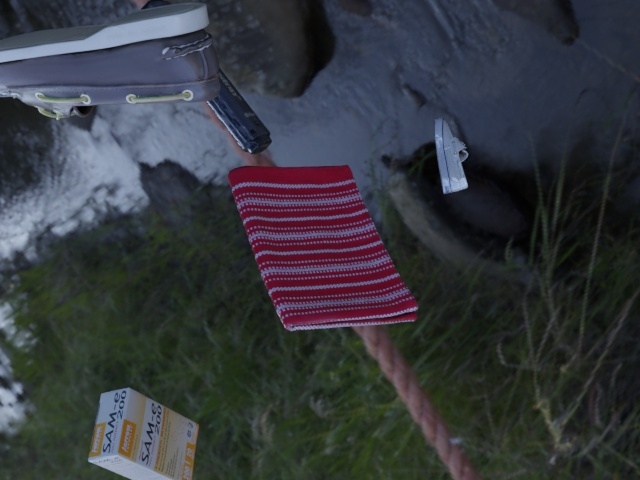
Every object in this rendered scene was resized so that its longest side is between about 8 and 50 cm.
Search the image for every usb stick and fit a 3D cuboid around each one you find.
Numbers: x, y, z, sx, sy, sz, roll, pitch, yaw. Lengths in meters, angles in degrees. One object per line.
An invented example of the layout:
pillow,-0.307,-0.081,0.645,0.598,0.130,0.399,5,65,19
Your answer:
usb stick,-0.172,-0.247,1.378,0.045,0.077,0.278,-38,87,14

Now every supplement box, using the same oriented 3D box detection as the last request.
supplement box,-0.153,0.177,0.807,0.036,0.062,0.098,-16,144,28

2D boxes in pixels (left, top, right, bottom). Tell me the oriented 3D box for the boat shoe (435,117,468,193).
boat shoe,0.152,-0.100,1.056,0.035,0.100,0.035,-7,148,6

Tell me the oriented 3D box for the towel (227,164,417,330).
towel,0.000,0.000,1.226,0.275,0.199,0.031,67,146,36

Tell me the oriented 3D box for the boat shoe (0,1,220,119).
boat shoe,-0.259,-0.178,0.973,0.324,0.116,0.096,-5,114,19
